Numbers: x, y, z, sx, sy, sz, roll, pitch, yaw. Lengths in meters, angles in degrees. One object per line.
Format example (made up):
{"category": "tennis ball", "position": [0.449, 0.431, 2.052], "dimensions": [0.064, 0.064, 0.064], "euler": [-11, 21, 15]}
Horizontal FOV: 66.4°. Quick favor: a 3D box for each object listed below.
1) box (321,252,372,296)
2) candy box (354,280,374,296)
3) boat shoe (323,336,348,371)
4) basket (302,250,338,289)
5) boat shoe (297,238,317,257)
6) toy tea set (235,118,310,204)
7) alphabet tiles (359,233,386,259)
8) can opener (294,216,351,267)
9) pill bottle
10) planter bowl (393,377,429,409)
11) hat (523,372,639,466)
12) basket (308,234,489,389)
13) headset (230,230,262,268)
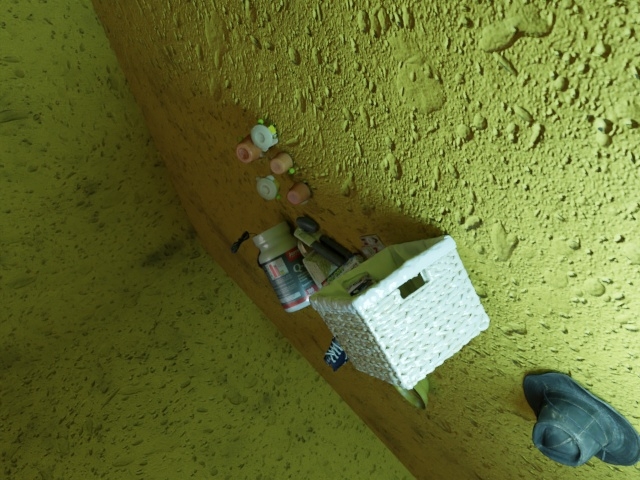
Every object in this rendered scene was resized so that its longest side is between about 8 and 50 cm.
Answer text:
{"category": "box", "position": [0.091, 0.147, 1.760], "dimensions": [0.207, 0.036, 0.114], "euler": [-45, 54, 36]}
{"category": "candy box", "position": [0.201, 0.221, 1.755], "dimensions": [0.186, 0.109, 0.053], "euler": [35, 155, 37]}
{"category": "boat shoe", "position": [0.092, 0.559, 2.515], "dimensions": [0.127, 0.158, 0.340], "euler": [38, 157, 33]}
{"category": "basket", "position": [0.028, 0.115, 1.954], "dimensions": [0.103, 0.113, 0.167], "euler": [8, 133, 57]}
{"category": "boat shoe", "position": [-0.018, 0.060, 2.043], "dimensions": [0.190, 0.068, 0.072], "euler": [48, 150, -20]}
{"category": "toy tea set", "position": [-0.159, -0.267, 1.749], "dimensions": [0.200, 0.124, 0.336], "euler": [-18, 108, 38]}
{"category": "alphabet tiles", "position": [0.220, 0.080, 1.617], "dimensions": [0.237, 0.009, 0.198], "euler": [54, 161, -9]}
{"category": "can opener", "position": [0.000, 0.000, 1.863], "dimensions": [0.283, 0.076, 0.095], "euler": [35, 155, 37]}
{"category": "pill bottle", "position": [-0.142, 0.111, 2.140], "dimensions": [0.363, 0.210, 0.210], "euler": [62, 159, -4]}
{"category": "planter bowl", "position": [0.382, 0.587, 2.025], "dimensions": [0.217, 0.090, 0.217], "euler": [43, 158, 21]}
{"category": "hat", "position": [0.629, 0.494, 1.257], "dimensions": [0.331, 0.134, 0.331], "euler": [43, 158, 21]}
{"category": "basket", "position": [0.202, 0.182, 1.318], "dimensions": [0.266, 0.328, 0.331], "euler": [62, 159, -7]}
{"category": "headset", "position": [-0.255, 0.109, 2.454], "dimensions": [0.394, 0.185, 0.243], "euler": [45, 162, -15]}
